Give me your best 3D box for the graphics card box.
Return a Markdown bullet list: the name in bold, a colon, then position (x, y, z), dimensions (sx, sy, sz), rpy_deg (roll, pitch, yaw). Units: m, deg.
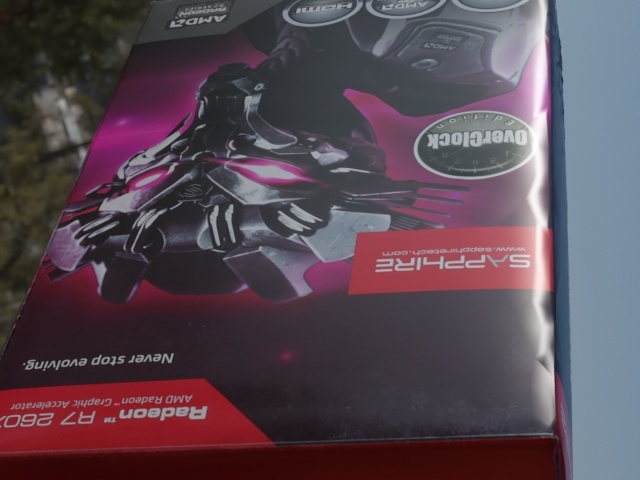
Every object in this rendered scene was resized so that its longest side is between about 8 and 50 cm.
- **graphics card box**: position (0.000, 0.000, 0.691), dimensions (0.371, 0.233, 0.094), rpy_deg (-77, 160, -53)
